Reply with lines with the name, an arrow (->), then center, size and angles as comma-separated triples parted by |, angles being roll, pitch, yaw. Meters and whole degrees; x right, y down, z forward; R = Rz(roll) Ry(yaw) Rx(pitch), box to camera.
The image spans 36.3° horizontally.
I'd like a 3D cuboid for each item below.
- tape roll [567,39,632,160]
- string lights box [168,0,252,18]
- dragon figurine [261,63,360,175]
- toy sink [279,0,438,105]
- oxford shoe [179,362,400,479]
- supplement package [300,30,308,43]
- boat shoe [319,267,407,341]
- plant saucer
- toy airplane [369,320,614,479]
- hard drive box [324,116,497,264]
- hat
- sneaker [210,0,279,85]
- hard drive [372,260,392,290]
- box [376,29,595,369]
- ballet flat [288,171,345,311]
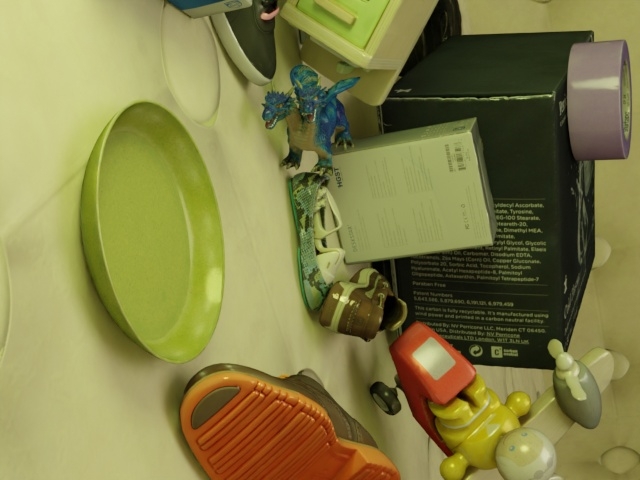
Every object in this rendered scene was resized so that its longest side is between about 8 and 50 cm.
tape roll -> 0.446, -0.222, 1.555 | 0.189, 0.080, 0.189 | 1, 90, -67
string lights box -> -0.154, -0.325, 0.959 | 0.259, 0.077, 0.133 | 16, 66, -70
dragon figurine -> 0.001, -0.182, 1.295 | 0.289, 0.085, 0.144 | -55, 155, -54
toy sink -> 0.050, -0.315, 1.328 | 0.131, 0.153, 0.234 | -18, 141, -61
oxford shoe -> -0.046, 0.202, 1.052 | 0.133, 0.130, 0.364 | 54, 5, 40
supplement package -> 0.024, -0.384, 1.482 | 0.105, 0.105, 0.179 | 3, 79, -71
boat shoe -> 0.075, 0.102, 1.396 | 0.257, 0.095, 0.095 | -20, 129, -73
plant saucer -> -0.153, -0.006, 0.889 | 0.241, 0.037, 0.241 | -9, 90, -72
toy airplane -> 0.268, 0.332, 1.472 | 0.272, 0.384, 0.386 | 177, -78, -70
hard drive box -> 0.136, -0.073, 1.481 | 0.089, 0.232, 0.181 | -56, 136, -65
hat -> 0.187, -0.415, 1.933 | 0.331, 0.134, 0.331 | 6, 90, -69
sneaker -> -0.059, -0.331, 1.141 | 0.104, 0.147, 0.296 | -62, 141, -64
hard drive -> 0.120, 0.084, 1.701 | 0.135, 0.022, 0.094 | 38, 47, -65
box -> 0.319, -0.093, 1.747 | 0.480, 0.297, 0.472 | -48, 134, -58
ballet flat -> 0.000, 0.000, 1.308 | 0.070, 0.070, 0.188 | -15, 97, -72
